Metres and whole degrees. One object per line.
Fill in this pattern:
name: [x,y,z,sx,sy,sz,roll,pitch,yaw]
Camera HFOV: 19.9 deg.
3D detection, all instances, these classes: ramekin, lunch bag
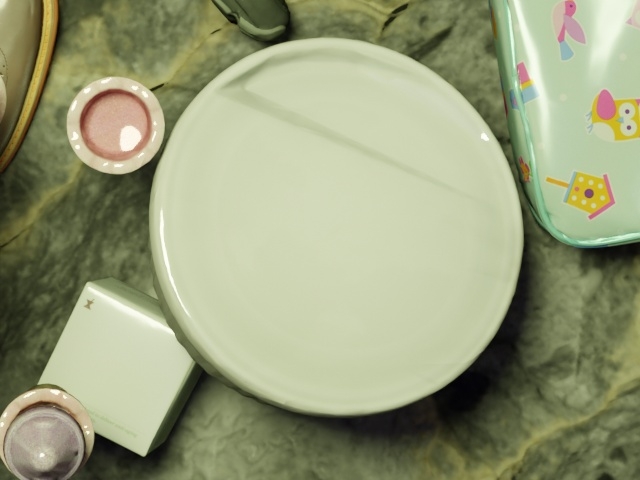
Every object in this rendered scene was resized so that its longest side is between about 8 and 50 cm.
ramekin: [0.000,0.000,1.312,0.273,0.127,0.273,4,76,-16]
lunch bag: [0.245,-0.132,1.339,0.224,0.108,0.279,-11,91,2]

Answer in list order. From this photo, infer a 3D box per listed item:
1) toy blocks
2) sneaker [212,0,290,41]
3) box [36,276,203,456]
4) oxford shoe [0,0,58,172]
toy blocks: [-0.277,0.007,1.189,0.309,0.260,0.288,12,92,-9]
sneaker: [-0.084,-0.276,1.366,0.106,0.101,0.267,-30,89,2]
box: [-0.146,0.094,1.382,0.101,0.087,0.102,27,93,4]
oxford shoe: [-0.324,-0.063,1.370,0.130,0.133,0.363,34,93,4]
